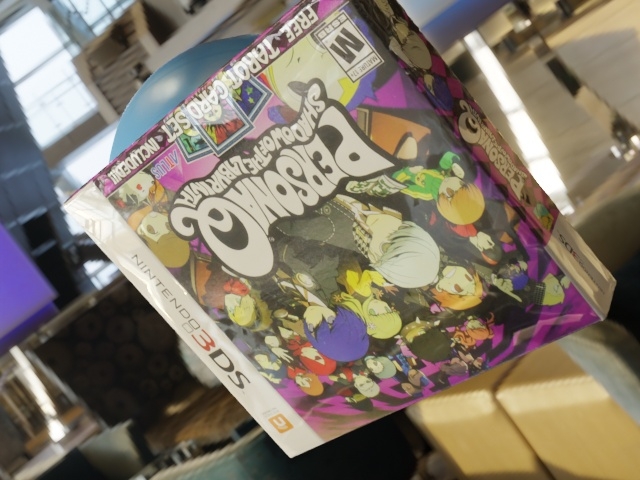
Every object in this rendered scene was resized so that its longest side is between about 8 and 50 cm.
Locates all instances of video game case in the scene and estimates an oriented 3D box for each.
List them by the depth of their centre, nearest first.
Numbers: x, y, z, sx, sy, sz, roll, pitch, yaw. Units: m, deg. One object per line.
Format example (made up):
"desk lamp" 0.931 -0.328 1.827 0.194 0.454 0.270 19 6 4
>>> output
"video game case" 0.000 0.000 0.534 0.232 0.210 0.042 -31 15 36

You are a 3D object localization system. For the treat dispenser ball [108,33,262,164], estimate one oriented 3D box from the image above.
"treat dispenser ball" -0.065 -0.058 0.984 0.288 0.288 0.288 -36 6 4
